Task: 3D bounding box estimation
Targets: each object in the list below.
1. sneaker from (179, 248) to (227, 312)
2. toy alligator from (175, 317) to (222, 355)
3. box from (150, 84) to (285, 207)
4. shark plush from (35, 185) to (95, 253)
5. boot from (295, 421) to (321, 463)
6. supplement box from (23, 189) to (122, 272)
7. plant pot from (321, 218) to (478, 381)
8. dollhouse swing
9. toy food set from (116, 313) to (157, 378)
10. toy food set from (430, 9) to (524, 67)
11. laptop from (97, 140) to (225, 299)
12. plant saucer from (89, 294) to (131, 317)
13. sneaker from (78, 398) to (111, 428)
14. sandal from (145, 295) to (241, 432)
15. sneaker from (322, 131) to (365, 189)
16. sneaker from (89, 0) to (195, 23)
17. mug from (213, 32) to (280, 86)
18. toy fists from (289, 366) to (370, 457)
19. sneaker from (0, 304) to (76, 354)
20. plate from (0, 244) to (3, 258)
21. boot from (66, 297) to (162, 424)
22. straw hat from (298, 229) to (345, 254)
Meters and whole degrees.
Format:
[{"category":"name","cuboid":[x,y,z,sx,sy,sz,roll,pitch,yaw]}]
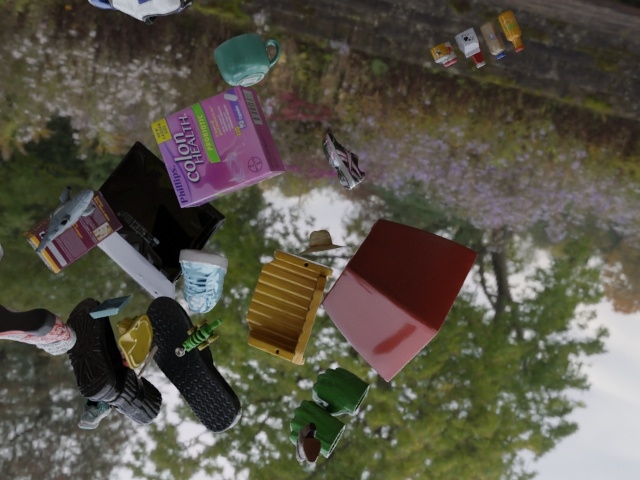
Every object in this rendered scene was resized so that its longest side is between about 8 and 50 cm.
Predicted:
[{"category":"sneaker","cuboid":[-0.339,0.130,2.105,0.135,0.150,0.366,5,163,2]},{"category":"toy alligator","cuboid":[-0.309,0.245,1.765,0.056,0.189,0.051,54,-149,3]},{"category":"box","cuboid":[-0.241,-0.219,1.714,0.242,0.214,0.117,-19,-179,15]},{"category":"shark plush","cuboid":[-0.523,-0.047,1.459,0.073,0.161,0.067,56,162,-24]},{"category":"boot","cuboid":[-0.032,0.473,1.638,0.042,0.087,0.119,18,-143,-11]},{"category":"supplement box","cuboid":[-0.575,-0.024,1.686,0.188,0.104,0.080,-39,-153,-23]},{"category":"plant pot","cuboid":[0.162,0.112,1.663,0.235,0.267,0.267,35,-130,2]},{"category":"dollhouse swing","cuboid":[-0.130,0.226,2.481,0.314,0.347,0.305,19,-178,15]},{"category":"toy food set","cuboid":[-0.512,0.276,1.953,0.071,0.218,0.128,15,-126,10]},{"category":"toy food set","cuboid":[0.403,-0.495,1.882,0.232,0.105,0.111,-27,-174,-5]},{"category":"laptop","cuboid":[-0.527,-0.028,2.316,0.382,0.408,0.236,40,-174,10]},{"category":"plant saucer","cuboid":[-0.507,0.160,1.758,0.067,0.018,0.192,-11,-174,-5]},{"category":"sneaker","cuboid":[-0.636,0.468,2.062,0.064,0.076,0.166,8,-166,-2]},{"category":"sandal","cuboid":[-0.386,0.371,2.177,0.446,0.167,0.107,57,-165,10]},{"category":"sneaker","cuboid":[0.071,-0.241,2.145,0.077,0.178,0.072,-28,-177,-18]},{"category":"sneaker","cuboid":[-0.302,-0.531,1.350,0.182,0.316,0.128,29,-136,-7]},{"category":"mug","cuboid":[-0.182,-0.454,1.832,0.157,0.098,0.129,-22,175,17]},{"category":"toy fists","cuboid":[0.017,0.470,2.017,0.142,0.096,0.279,28,-129,14]},{"category":"sneaker","cuboid":[-0.752,0.232,1.845,0.269,0.090,0.145,-1,147,25]},{"category":"plate","cuboid":[-0.844,-0.005,1.660,0.045,0.278,0.277,-8,-147,5]},{"category":"boot","cuboid":[-0.593,0.351,2.078,0.260,0.131,0.348,46,-163,-52]},{"category":"straw hat","cuboid":[0.000,0.000,2.048,0.144,0.061,0.144,-10,-179,0]}]
